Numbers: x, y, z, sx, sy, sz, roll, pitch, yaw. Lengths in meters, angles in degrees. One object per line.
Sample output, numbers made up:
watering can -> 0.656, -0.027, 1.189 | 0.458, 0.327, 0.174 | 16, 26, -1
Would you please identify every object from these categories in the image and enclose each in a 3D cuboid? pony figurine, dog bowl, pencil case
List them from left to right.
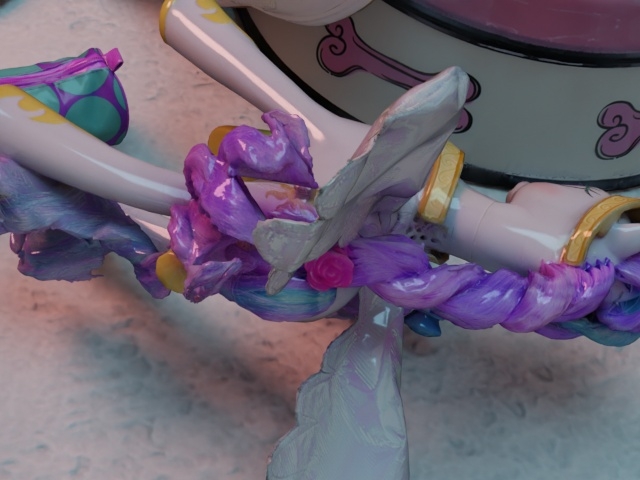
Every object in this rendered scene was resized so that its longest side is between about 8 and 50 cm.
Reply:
pencil case -> -0.197, -0.078, 0.978 | 0.151, 0.070, 0.064 | -13, 49, -25
pony figurine -> 0.000, 0.000, 0.846 | 0.363, 0.303, 0.351 | 22, 35, 22
dog bowl -> 0.145, -0.229, 1.144 | 0.408, 0.150, 0.408 | 7, 48, -8

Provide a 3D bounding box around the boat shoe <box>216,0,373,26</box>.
boat shoe -> -0.050, -0.194, 1.012 | 0.096, 0.277, 0.098 | 13, 86, -35
